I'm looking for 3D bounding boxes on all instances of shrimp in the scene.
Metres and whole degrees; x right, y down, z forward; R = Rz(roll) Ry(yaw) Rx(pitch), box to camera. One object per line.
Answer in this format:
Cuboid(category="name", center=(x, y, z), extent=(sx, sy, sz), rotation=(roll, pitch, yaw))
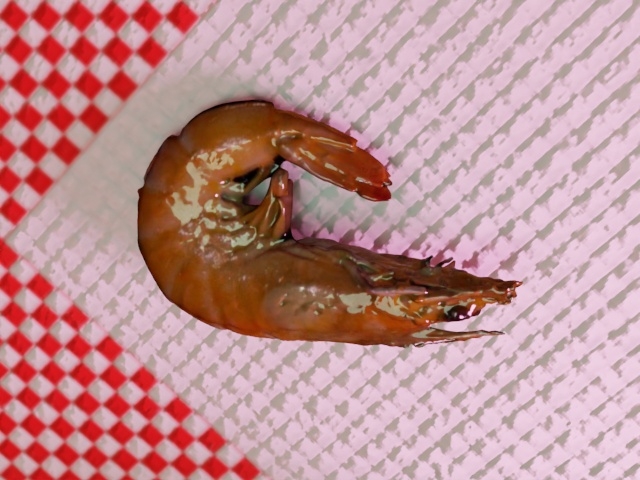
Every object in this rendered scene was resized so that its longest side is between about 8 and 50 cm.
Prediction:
Cuboid(category="shrimp", center=(0.000, 0.000, 0.927), extent=(0.249, 0.068, 0.150), rotation=(16, 113, 14))
